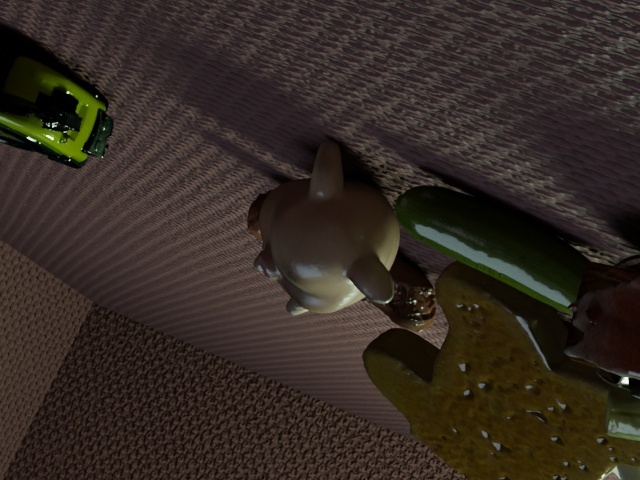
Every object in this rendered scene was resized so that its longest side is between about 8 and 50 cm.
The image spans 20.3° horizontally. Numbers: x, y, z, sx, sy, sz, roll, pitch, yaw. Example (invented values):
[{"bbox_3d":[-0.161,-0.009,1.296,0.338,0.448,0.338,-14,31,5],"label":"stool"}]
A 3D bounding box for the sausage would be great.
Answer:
[{"bbox_3d":[0.042,0.028,2.170,0.326,0.079,0.087,32,157,-37],"label":"sausage"}]

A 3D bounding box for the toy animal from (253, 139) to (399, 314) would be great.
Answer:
[{"bbox_3d":[0.011,0.004,1.910,0.166,0.154,0.250,49,175,1],"label":"toy animal"}]

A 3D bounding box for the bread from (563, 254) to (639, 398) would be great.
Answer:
[{"bbox_3d":[0.324,0.078,1.590,0.212,0.142,0.224,16,179,-45],"label":"bread"}]

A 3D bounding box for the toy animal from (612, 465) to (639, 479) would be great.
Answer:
[{"bbox_3d":[0.337,0.268,2.388,0.247,0.183,0.310,22,165,-2],"label":"toy animal"}]

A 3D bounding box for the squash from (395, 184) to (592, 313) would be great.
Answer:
[{"bbox_3d":[0.190,0.011,1.746,0.252,0.066,0.066,27,170,1],"label":"squash"}]

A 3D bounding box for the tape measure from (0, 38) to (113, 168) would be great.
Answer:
[{"bbox_3d":[-0.356,-0.170,2.085,0.199,0.112,0.186,16,174,23],"label":"tape measure"}]

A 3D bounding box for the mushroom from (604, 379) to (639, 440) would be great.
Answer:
[{"bbox_3d":[0.438,0.172,1.699,0.333,0.087,0.107,7,-170,6],"label":"mushroom"}]

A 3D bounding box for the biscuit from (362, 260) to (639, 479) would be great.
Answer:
[{"bbox_3d":[0.231,0.180,2.092,0.368,0.076,0.394,39,150,11],"label":"biscuit"}]
